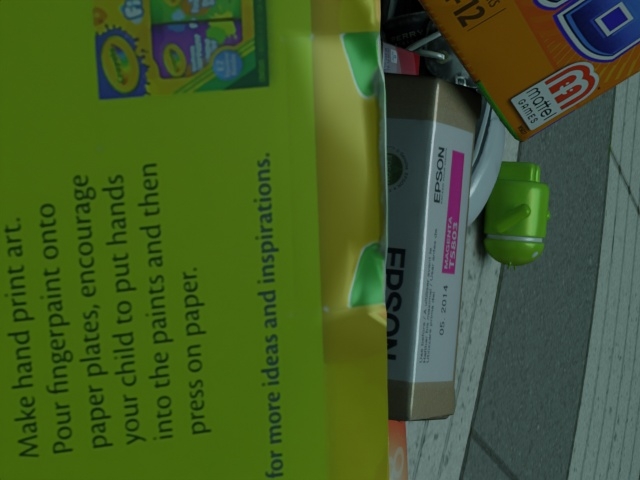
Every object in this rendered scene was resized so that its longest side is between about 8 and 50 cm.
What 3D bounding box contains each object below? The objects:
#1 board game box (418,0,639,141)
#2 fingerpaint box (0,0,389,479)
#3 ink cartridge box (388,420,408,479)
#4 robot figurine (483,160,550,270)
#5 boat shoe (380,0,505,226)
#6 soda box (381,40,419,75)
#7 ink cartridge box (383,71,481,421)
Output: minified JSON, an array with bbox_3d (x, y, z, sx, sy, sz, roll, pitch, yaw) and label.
[{"bbox_3d":[0.152,-0.354,1.038,0.356,0.356,0.356,63,11,28],"label":"board game box"},{"bbox_3d":[-0.174,-0.023,0.544,0.163,0.371,0.445,-143,-132,-69],"label":"fingerpaint box"},{"bbox_3d":[0.024,0.173,1.386,0.179,0.045,0.145,-31,122,-63],"label":"ink cartridge box"},{"bbox_3d":[0.208,-0.026,1.714,0.101,0.067,0.115,5,90,-71],"label":"robot figurine"},{"bbox_3d":[0.090,-0.161,1.411,0.119,0.121,0.335,45,43,-49],"label":"boat shoe"},{"bbox_3d":[0.017,-0.025,1.277,0.083,0.092,0.263,1,93,-66],"label":"soda box"},{"bbox_3d":[0.000,0.000,1.126,0.088,0.193,0.234,8,86,-65],"label":"ink cartridge box"}]
